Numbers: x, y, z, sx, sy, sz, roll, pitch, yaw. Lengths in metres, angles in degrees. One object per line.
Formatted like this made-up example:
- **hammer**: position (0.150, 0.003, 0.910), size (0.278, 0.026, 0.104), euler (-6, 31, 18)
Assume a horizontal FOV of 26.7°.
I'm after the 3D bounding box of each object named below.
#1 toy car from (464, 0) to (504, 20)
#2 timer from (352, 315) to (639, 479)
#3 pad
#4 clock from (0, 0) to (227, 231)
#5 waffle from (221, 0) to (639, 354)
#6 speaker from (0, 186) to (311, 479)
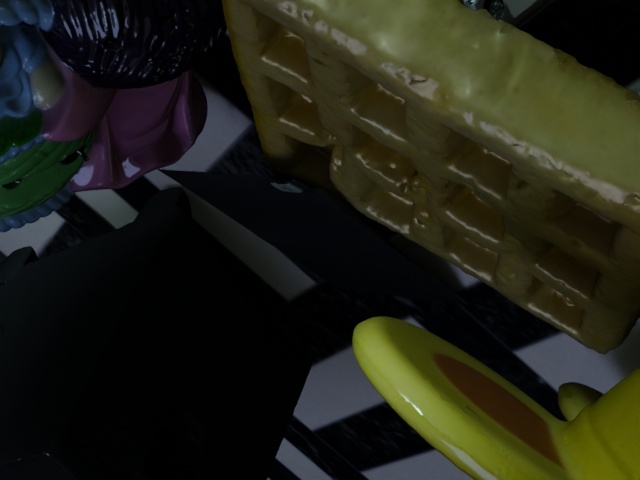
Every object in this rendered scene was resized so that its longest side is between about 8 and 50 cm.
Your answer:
- **toy car**: position (0.080, -0.088, 0.662), size (0.041, 0.025, 0.093), euler (5, 138, 47)
- **timer**: position (0.210, 0.163, 0.591), size (0.387, 0.376, 0.376), euler (44, 159, 33)
- **pad**: position (0.000, 0.000, 0.831), size (0.116, 0.004, 0.193), euler (7, 162, 41)
- **clock**: position (-0.135, -0.095, 0.734), size (0.100, 0.194, 0.195), euler (57, 155, 14)
- **waffle**: position (0.063, -0.046, 0.660), size (0.247, 0.055, 0.221), euler (31, 167, 14)
- **speaker**: position (-0.163, 0.123, 0.970), size (0.232, 0.254, 0.184), euler (-18, 123, 35)
